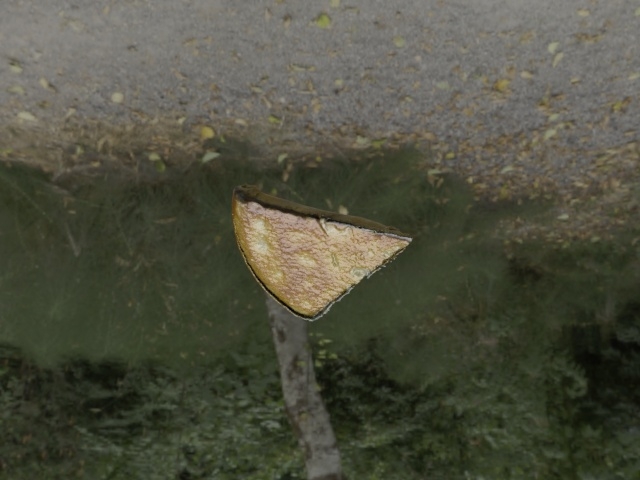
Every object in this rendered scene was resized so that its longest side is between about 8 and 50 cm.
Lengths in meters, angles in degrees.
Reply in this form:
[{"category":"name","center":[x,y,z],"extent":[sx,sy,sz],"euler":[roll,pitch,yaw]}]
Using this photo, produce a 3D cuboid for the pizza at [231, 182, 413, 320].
[{"category":"pizza","center":[0.000,0.000,0.630],"extent":[0.176,0.036,0.184],"euler":[-21,127,26]}]
